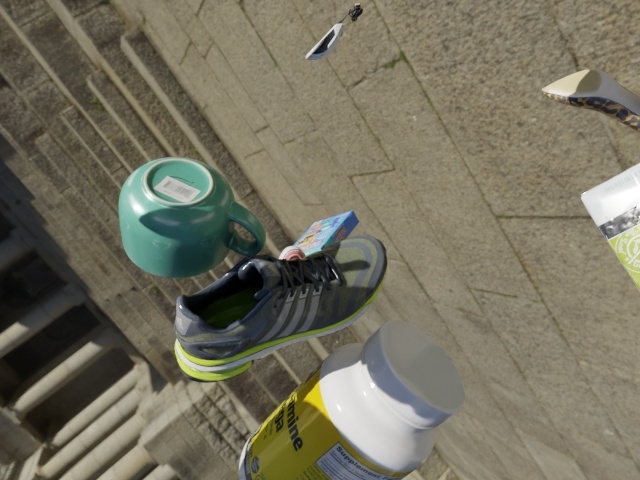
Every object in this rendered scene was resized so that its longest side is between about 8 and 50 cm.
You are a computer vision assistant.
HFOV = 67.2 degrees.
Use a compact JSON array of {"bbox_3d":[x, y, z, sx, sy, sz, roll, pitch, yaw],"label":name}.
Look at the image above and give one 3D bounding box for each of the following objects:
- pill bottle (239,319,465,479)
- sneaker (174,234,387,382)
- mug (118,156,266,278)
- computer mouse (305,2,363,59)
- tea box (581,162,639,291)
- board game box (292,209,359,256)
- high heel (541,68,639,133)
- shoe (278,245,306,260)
[{"bbox_3d":[0.039,0.271,0.693,0.188,0.334,0.188,30,-152,-18],"label":"pill bottle"},{"bbox_3d":[-0.038,0.065,0.589,0.111,0.300,0.121,50,155,30],"label":"sneaker"},{"bbox_3d":[-0.153,-0.037,0.566,0.129,0.158,0.097,61,150,32],"label":"mug"},{"bbox_3d":[0.039,-0.534,1.260,0.042,0.193,0.106,43,-175,-17],"label":"computer mouse"},{"bbox_3d":[0.786,-0.030,0.966,0.220,0.329,0.323,9,-128,-47],"label":"tea box"},{"bbox_3d":[0.000,0.000,1.401,0.160,0.210,0.047,-15,113,41],"label":"board game box"},{"bbox_3d":[0.624,-0.276,1.044,0.261,0.093,0.186,17,157,48],"label":"high heel"},{"bbox_3d":[-0.046,0.104,0.940,0.081,0.064,0.177,-130,39,-62],"label":"shoe"}]
